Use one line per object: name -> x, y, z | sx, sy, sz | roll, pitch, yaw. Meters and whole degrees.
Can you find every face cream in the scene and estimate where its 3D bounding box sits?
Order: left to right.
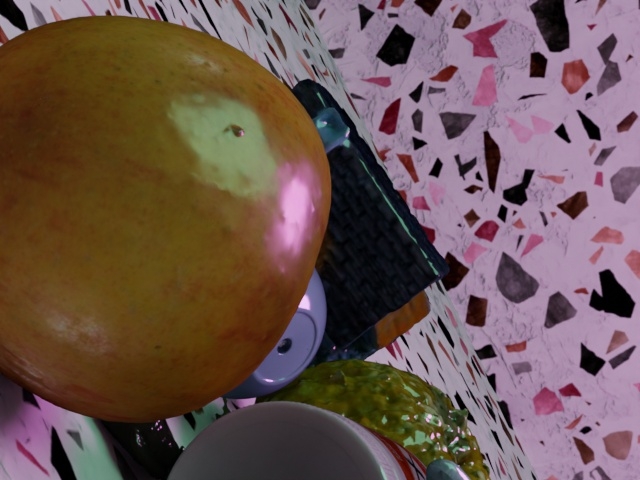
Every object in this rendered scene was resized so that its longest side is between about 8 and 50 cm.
face cream -> -0.008, 0.240, 1.552 | 0.201, 0.201, 0.187 | 66, 11, 20

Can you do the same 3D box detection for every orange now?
orange -> 0.052, 0.247, 1.787 | 0.300, 0.223, 0.301 | 50, 16, -29

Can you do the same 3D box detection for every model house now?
model house -> 0.000, 0.000, 1.859 | 0.261, 0.226, 0.241 | 55, -25, 2

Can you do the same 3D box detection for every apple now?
apple -> -0.148, -0.021, 1.363 | 0.275, 0.299, 0.299 | 22, 32, -29

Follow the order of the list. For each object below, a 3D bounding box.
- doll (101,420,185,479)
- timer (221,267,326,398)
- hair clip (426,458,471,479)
doll -> -0.151, 0.125, 1.569 | 0.139, 0.057, 0.165 | -102, 170, -61
timer -> -0.115, 0.058, 1.753 | 0.175, 0.255, 0.175 | -18, 112, -55
hair clip -> 0.027, 0.328, 1.205 | 0.392, 0.318, 0.238 | 50, 14, -40
